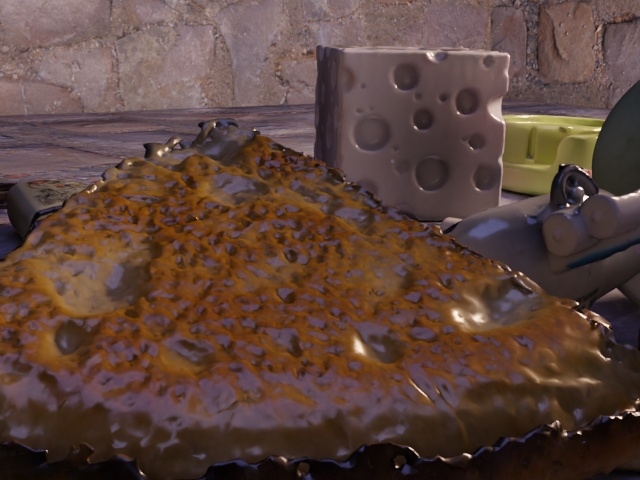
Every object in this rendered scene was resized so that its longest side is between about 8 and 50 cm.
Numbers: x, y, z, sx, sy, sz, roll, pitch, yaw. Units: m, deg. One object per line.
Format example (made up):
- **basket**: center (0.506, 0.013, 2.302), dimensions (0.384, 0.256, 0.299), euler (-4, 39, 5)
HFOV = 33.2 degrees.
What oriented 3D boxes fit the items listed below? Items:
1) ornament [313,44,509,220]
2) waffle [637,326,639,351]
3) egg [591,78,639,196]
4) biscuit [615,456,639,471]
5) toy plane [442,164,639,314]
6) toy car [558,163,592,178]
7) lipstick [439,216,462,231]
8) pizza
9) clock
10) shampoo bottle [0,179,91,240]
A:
- **ornament**: center (0.123, -0.166, 1.581), dimensions (0.239, 0.240, 0.240), euler (1, 12, -8)
- **waffle**: center (0.323, 0.085, 0.821), dimensions (0.125, 0.032, 0.191), euler (4, 0, 0)
- **egg**: center (0.461, -0.069, 1.061), dimensions (0.388, 0.276, 0.276), euler (2, 12, -6)
- **biscuit**: center (0.208, 0.114, 0.752), dimensions (0.228, 0.031, 0.176), euler (12, 15, 41)
- **toy plane**: center (0.185, 0.020, 0.862), dimensions (0.266, 0.123, 0.267), euler (-17, -13, -4)
- **toy car**: center (0.353, -0.040, 1.374), dimensions (0.108, 0.090, 0.210), euler (4, 14, 12)
- **lipstick**: center (0.206, -0.001, 1.287), dimensions (0.130, 0.038, 0.038), euler (11, 15, 39)
- **pizza**: center (-0.064, 0.069, 0.652), dimensions (0.391, 0.080, 0.435), euler (-24, 41, -39)
- **clock**: center (0.410, -0.149, 1.834), dimensions (0.286, 0.117, 0.348), euler (-7, 14, -36)
- **shampoo bottle**: center (-0.334, -0.036, 1.326), dimensions (0.153, 0.071, 0.284), euler (-10, 14, -34)
